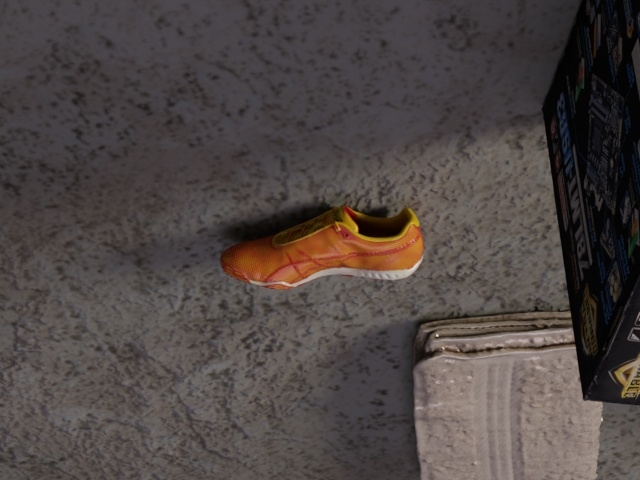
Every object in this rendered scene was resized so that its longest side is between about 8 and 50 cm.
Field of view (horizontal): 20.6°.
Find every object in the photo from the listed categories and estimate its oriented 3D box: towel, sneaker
[{"bbox_3d":[0.184,0.167,1.721,0.187,0.049,0.282,-5,141,3],"label":"towel"},{"bbox_3d":[0.000,0.000,1.512,0.175,0.064,0.067,-8,121,-2],"label":"sneaker"}]

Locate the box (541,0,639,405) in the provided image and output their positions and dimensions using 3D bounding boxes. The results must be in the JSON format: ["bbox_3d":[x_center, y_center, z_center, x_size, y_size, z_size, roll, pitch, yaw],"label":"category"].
[{"bbox_3d":[0.233,-0.085,1.227,0.073,0.295,0.293,5,139,-6],"label":"box"}]
